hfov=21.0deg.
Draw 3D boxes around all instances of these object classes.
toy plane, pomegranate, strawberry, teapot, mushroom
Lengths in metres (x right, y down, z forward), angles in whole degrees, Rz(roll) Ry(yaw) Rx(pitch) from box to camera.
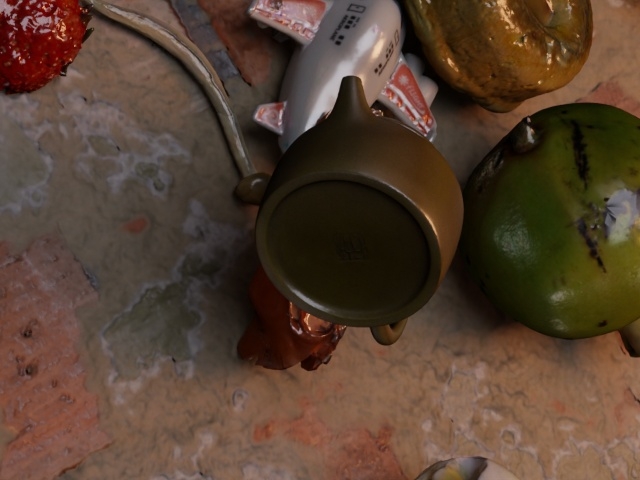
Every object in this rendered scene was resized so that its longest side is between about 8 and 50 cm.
[{"bbox_3d":[0.022,-0.182,1.852,0.252,0.118,0.252,9,72,-28],"label":"toy plane"},{"bbox_3d":[0.302,0.005,1.883,0.340,0.260,0.260,46,62,-13],"label":"pomegranate"},{"bbox_3d":[-0.316,-0.225,1.718,0.187,0.082,0.146,-2,72,-23],"label":"strawberry"},{"bbox_3d":[0.049,-0.026,1.638,0.175,0.186,0.267,-63,146,-51],"label":"teapot"},{"bbox_3d":[-0.143,-0.166,1.810,0.306,0.043,0.068,53,36,-4],"label":"mushroom"}]

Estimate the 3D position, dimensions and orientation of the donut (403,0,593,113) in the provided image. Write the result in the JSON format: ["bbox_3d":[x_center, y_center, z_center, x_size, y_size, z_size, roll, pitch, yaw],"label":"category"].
[{"bbox_3d":[0.199,-0.259,1.915,0.261,0.128,0.208,30,60,-46],"label":"donut"}]

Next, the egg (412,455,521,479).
[{"bbox_3d":[0.160,0.338,1.755,0.183,0.183,0.217,-34,105,-30],"label":"egg"}]

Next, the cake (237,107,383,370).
[{"bbox_3d":[0.006,0.002,1.739,0.098,0.135,0.287,18,94,-19],"label":"cake"}]
